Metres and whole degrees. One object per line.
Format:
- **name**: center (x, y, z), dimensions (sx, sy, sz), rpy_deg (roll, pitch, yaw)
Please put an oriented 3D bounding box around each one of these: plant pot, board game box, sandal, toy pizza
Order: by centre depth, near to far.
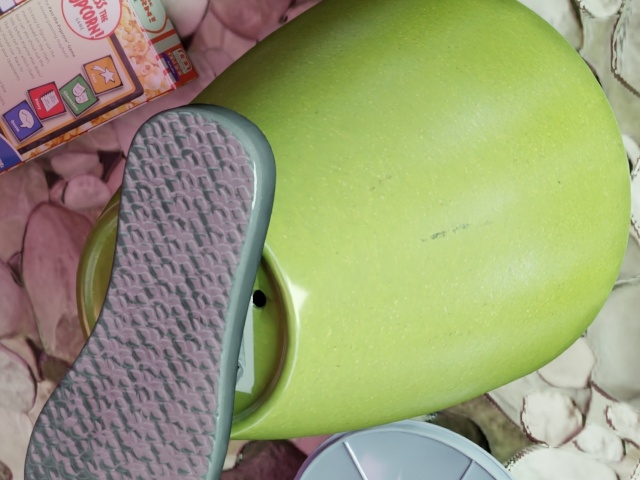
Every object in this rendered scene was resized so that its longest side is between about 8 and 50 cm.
- **sandal**: center (-0.075, 0.056, 0.928), dimensions (0.097, 0.054, 0.254), rpy_deg (24, 106, 14)
- **plant pot**: center (0.000, 0.000, 1.067), dimensions (0.275, 0.293, 0.274), rpy_deg (8, 108, 27)
- **toy pizza**: center (0.067, 0.212, 1.246), dimensions (0.201, 0.032, 0.201), rpy_deg (8, 107, 27)
- **board game box**: center (-0.201, -0.133, 1.263), dimensions (0.193, 0.045, 0.146), rpy_deg (-23, 98, 23)
